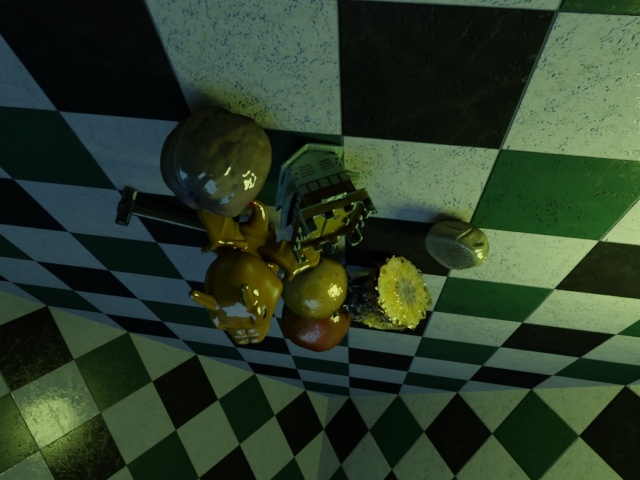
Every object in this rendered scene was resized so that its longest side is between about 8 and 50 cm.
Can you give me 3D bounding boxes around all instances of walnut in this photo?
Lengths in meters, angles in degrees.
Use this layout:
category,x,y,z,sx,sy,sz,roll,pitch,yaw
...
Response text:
category,x,y,z,sx,sy,sz,roll,pitch,yaw
walnut,-0.231,-0.179,1.128,0.249,0.248,0.248,8,153,4

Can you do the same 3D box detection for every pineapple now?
category,x,y,z,sx,sy,sz,roll,pitch,yaw
pineapple,0.182,0.192,1.711,0.263,0.262,0.272,27,152,-30

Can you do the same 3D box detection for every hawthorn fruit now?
category,x,y,z,sx,sy,sz,roll,pitch,yaw
hawthorn fruit,0.001,0.260,1.867,0.277,0.276,0.298,16,137,-12

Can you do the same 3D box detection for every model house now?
category,x,y,z,sx,sy,sz,roll,pitch,yaw
model house,-0.004,-0.091,1.234,0.199,0.215,0.224,-18,159,-16

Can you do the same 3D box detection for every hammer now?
category,x,y,z,sx,sy,sz,roll,pitch,yaw
hammer,-0.448,-0.066,1.586,0.366,0.111,0.043,14,163,-24

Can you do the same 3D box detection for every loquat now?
category,x,y,z,sx,sy,sz,roll,pitch,yaw
loquat,-0.009,0.158,1.646,0.244,0.243,0.244,8,153,4

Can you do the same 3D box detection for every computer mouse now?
category,x,y,z,sx,sy,sz,roll,pitch,yaw
computer mouse,0.000,0.000,1.594,0.135,0.047,0.079,27,139,-8

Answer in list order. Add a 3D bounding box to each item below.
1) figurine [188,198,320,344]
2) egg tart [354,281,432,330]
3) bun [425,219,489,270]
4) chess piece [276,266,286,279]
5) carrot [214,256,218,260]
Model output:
category,x,y,z,sx,sy,sz,roll,pitch,yaw
figurine,-0.231,0.058,1.428,0.401,0.387,0.268,35,130,-30
egg tart,0.256,0.261,1.926,0.346,0.132,0.345,6,155,3
bun,0.386,0.004,1.394,0.173,0.113,0.166,26,154,22
chess piece,-0.115,0.115,1.816,0.171,0.094,0.094,5,153,19
carrot,-0.271,0.146,1.888,0.139,0.138,0.302,-17,149,41
